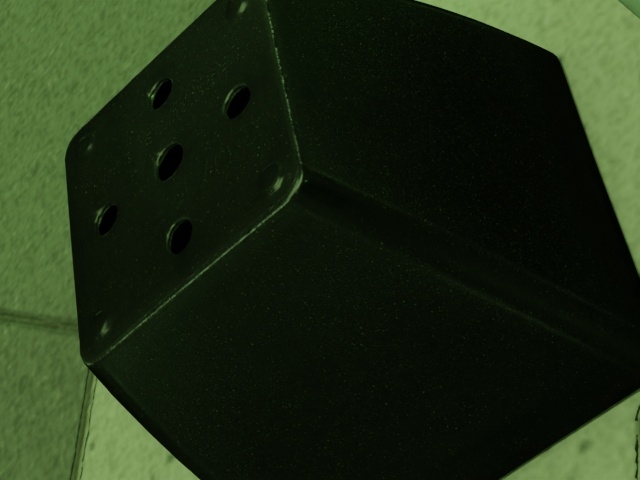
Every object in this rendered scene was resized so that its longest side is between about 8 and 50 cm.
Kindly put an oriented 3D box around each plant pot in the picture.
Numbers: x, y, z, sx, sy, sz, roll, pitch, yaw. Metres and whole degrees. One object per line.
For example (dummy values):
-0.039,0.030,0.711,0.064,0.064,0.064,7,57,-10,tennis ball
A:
0.000,0.000,0.685,0.188,0.167,0.187,-38,43,27,plant pot

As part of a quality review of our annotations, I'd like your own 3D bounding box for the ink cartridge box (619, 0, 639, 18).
0.248,-0.102,0.317,0.330,0.324,0.071,-40,35,28,ink cartridge box
